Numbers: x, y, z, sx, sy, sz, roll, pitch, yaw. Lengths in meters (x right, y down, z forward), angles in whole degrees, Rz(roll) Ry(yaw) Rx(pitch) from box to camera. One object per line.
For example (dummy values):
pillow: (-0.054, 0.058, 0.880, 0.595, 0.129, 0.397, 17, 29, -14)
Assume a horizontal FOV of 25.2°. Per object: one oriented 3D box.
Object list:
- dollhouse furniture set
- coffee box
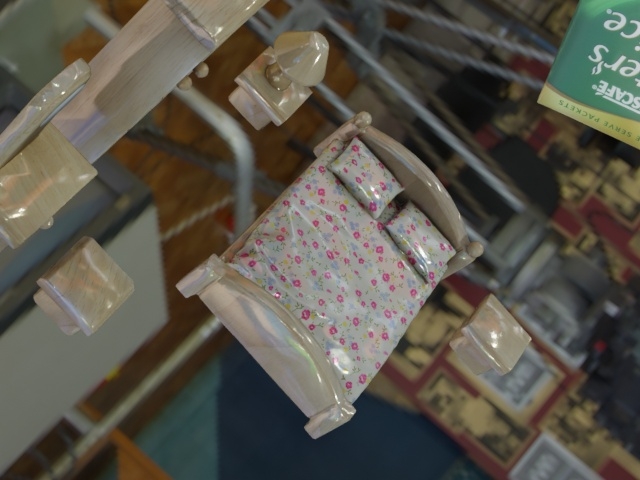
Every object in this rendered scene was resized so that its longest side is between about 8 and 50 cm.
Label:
dollhouse furniture set: (0.000, 0.000, 0.896, 0.174, 0.355, 0.303, -36, -170, 45)
coffee box: (0.211, -0.137, 0.837, 0.040, 0.113, 0.184, -53, 167, -50)
